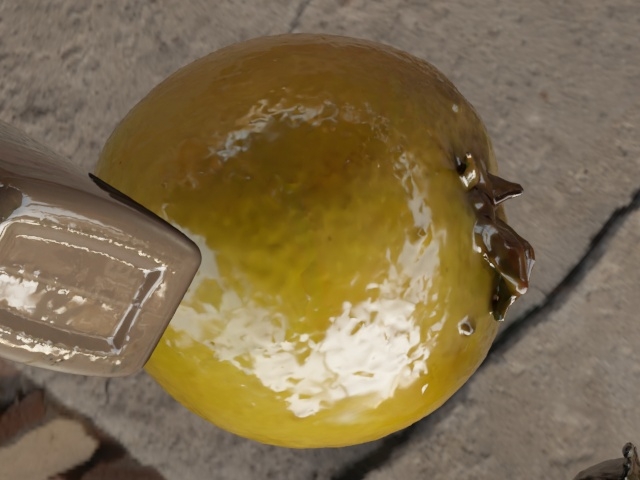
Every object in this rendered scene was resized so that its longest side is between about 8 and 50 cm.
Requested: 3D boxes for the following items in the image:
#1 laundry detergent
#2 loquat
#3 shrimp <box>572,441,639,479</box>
[{"bbox_3d":[-0.161,-0.022,0.563,0.171,0.237,0.076,25,94,-51],"label":"laundry detergent"},{"bbox_3d":[0.000,0.000,0.780,0.275,0.275,0.274,-3,107,-9],"label":"loquat"},{"bbox_3d":[0.167,0.253,0.870,0.071,0.365,0.233,31,83,19],"label":"shrimp"}]
